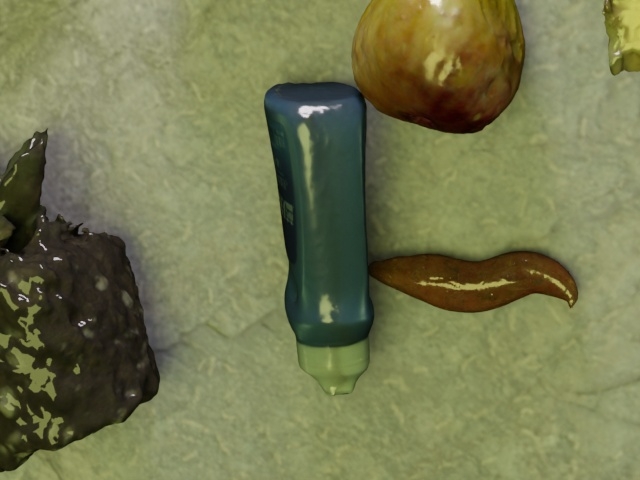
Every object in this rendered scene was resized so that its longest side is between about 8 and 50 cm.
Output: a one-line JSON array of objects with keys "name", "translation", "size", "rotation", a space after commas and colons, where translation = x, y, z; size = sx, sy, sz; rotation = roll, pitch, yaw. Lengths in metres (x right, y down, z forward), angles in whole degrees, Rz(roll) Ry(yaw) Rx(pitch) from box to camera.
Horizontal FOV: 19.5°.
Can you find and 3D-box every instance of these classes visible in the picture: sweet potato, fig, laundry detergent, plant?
[{"name": "sweet potato", "translation": [0.144, 0.039, 1.771], "size": [0.202, 0.058, 0.055], "rotation": [0, 60, 14]}, {"name": "fig", "translation": [0.110, -0.226, 1.681], "size": [0.159, 0.159, 0.257], "rotation": [1, 85, 17]}, {"name": "laundry detergent", "translation": [0.000, 0.000, 1.756], "size": [0.094, 0.143, 0.289], "rotation": [-6, 104, -14]}, {"name": "plant", "translation": [-0.303, 0.053, 1.828], "size": [0.215, 0.213, 0.312], "rotation": [-19, 99, 23]}]

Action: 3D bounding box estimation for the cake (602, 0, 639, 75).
[{"name": "cake", "translation": [0.385, -0.253, 1.523], "size": [0.286, 0.227, 0.222], "rotation": [-1, 103, 18]}]
